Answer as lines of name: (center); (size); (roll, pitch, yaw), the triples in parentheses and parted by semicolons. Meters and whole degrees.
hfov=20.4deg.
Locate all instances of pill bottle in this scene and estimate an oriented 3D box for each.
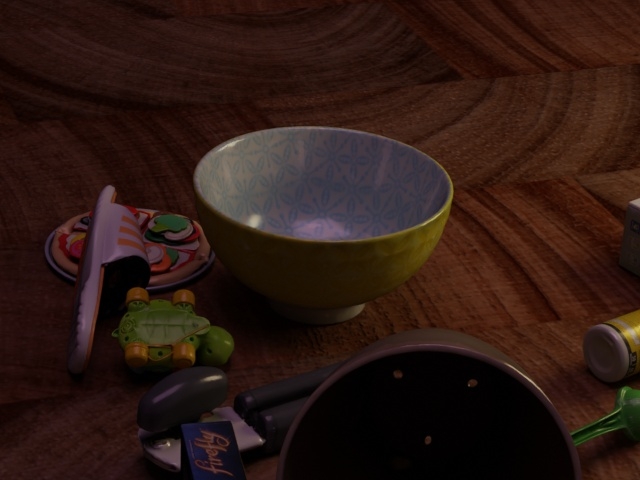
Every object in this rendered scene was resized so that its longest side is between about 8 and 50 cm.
pill bottle: (0.347, 0.109, 1.926); (0.116, 0.065, 0.065); (-17, 35, -33)

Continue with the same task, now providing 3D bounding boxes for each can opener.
can opener: (-0.051, 0.157, 1.757); (0.283, 0.095, 0.076); (-15, 34, -31)

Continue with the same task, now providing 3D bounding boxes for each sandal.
sandal: (-0.227, 0.052, 1.940); (0.076, 0.102, 0.265); (13, 41, -11)

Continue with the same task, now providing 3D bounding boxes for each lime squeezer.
lime squeezer: (0.354, 0.172, 1.800); (0.310, 0.059, 0.110); (-13, 13, -23)

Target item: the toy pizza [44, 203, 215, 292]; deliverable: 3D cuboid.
toy pizza: (-0.224, 0.002, 2.091); (0.201, 0.032, 0.201); (3, 28, -2)

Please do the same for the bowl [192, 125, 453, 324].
bowl: (0.000, 0.000, 1.991); (0.289, 0.156, 0.289); (2, 28, -1)

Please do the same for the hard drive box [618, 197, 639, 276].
hard drive box: (0.500, 0.016, 2.093); (0.181, 0.089, 0.232); (-17, 34, -33)

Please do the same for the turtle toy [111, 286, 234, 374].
turtle toy: (-0.155, 0.105, 1.871); (0.130, 0.066, 0.095); (3, 51, -7)

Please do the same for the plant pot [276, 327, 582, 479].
plant pot: (0.098, 0.182, 1.611); (0.256, 0.256, 0.274); (5, 12, 3)

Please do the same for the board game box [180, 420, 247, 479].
board game box: (-0.077, 0.284, 1.358); (0.042, 0.243, 0.165); (-4, 28, -11)
